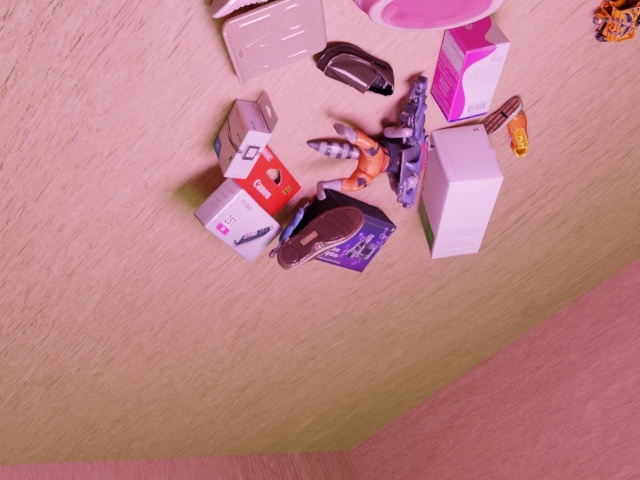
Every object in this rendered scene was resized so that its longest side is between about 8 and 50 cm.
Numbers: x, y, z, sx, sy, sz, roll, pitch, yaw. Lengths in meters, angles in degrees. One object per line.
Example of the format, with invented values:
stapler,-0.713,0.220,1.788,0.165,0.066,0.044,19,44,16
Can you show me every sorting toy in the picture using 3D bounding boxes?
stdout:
sorting toy,-0.087,-0.409,1.353,0.208,0.038,0.193,-26,160,-4

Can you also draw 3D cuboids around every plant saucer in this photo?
plant saucer,0.213,-0.471,1.275,0.331,0.084,0.332,-4,178,0

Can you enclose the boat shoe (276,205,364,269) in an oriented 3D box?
boat shoe,-0.004,-0.007,1.796,0.257,0.095,0.095,-27,168,-13

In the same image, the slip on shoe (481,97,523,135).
slip on shoe,0.494,-0.333,1.864,0.135,0.051,0.041,-45,155,21

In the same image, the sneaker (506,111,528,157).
sneaker,0.567,-0.302,1.937,0.064,0.068,0.175,-26,147,8

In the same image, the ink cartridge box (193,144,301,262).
ink cartridge box,-0.157,-0.085,1.697,0.239,0.060,0.275,-45,153,-1

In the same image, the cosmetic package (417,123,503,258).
cosmetic package,0.387,-0.130,1.937,0.155,0.197,0.366,-8,145,-4

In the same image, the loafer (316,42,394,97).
loafer,0.090,-0.370,1.507,0.219,0.078,0.080,4,139,-37

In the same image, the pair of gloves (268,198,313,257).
pair of gloves,-0.080,-0.039,1.836,0.023,0.198,0.159,35,113,-5

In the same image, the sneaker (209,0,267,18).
sneaker,-0.139,-0.449,1.264,0.134,0.051,0.070,-40,140,18

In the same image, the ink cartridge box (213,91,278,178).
ink cartridge box,-0.168,-0.236,1.514,0.060,0.104,0.180,3,139,-35

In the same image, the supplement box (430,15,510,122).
supplement box,0.346,-0.400,1.600,0.111,0.114,0.220,-14,149,-13

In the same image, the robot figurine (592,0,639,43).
robot figurine,0.804,-0.581,1.656,0.290,0.085,0.211,-24,148,0

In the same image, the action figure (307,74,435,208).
action figure,0.152,-0.254,1.706,0.330,0.178,0.342,-9,119,-35

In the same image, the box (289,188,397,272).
box,0.067,-0.026,1.953,0.261,0.103,0.184,17,114,-47
